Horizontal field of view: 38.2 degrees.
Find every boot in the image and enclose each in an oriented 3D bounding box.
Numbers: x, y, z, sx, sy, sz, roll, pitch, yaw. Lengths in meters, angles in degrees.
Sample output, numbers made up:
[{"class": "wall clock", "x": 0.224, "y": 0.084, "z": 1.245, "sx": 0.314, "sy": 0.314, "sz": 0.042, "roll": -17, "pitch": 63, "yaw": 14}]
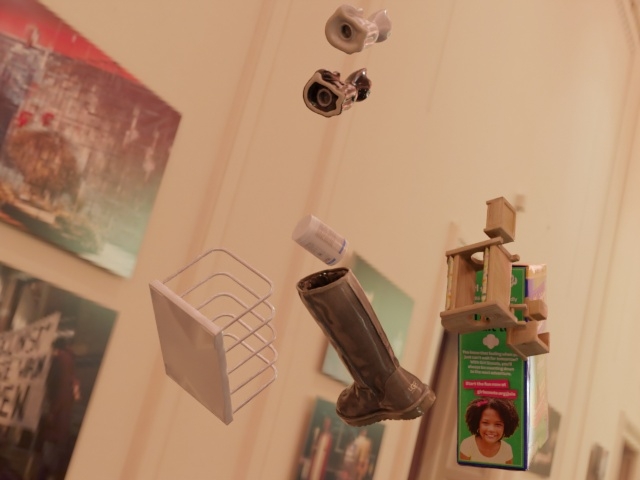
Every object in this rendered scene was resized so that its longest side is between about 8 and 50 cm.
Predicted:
[{"class": "boot", "x": 0.032, "y": 0.136, "z": 1.168, "sx": 0.208, "sy": 0.076, "sz": 0.190, "roll": 49, "pitch": -39, "yaw": -15}]

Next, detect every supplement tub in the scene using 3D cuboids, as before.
[{"class": "supplement tub", "x": 0.000, "y": 0.000, "z": 1.973, "sx": 0.107, "sy": 0.071, "sz": 0.071, "roll": 37, "pitch": -22, "yaw": -22}]

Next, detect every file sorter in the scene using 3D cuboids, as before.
[{"class": "file sorter", "x": -0.199, "y": 0.185, "z": 1.844, "sx": 0.193, "sy": 0.173, "sz": 0.277, "roll": 33, "pitch": -38, "yaw": 31}]

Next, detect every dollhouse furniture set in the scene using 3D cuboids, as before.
[{"class": "dollhouse furniture set", "x": 0.258, "y": 0.063, "z": 1.356, "sx": 0.101, "sy": 0.181, "sz": 0.161, "roll": -17, "pitch": -42, "yaw": 36}]

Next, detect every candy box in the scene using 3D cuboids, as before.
[{"class": "candy box", "x": 0.306, "y": 0.192, "z": 1.528, "sx": 0.122, "sy": 0.317, "sz": 0.268, "roll": -2, "pitch": -1, "yaw": 20}]

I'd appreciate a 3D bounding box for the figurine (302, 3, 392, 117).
[{"class": "figurine", "x": 0.069, "y": -0.361, "z": 1.833, "sx": 0.092, "sy": 0.214, "sz": 0.209, "roll": 28, "pitch": 24, "yaw": 17}]
